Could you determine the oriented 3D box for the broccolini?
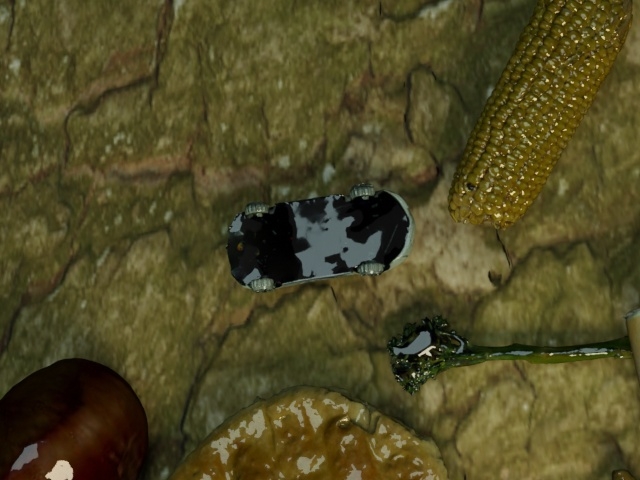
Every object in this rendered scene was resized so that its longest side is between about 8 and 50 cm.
[{"bbox_3d":[0.193,0.109,1.317,0.254,0.071,0.058,-3,36,10],"label":"broccolini"}]

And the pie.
[{"bbox_3d":[-0.011,0.309,1.309,0.339,0.083,0.340,-4,76,15],"label":"pie"}]

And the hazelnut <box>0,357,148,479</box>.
[{"bbox_3d":[-0.267,0.222,1.364,0.178,0.178,0.204,19,54,20],"label":"hazelnut"}]

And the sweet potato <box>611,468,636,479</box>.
[{"bbox_3d":[0.296,0.349,1.215,0.067,0.067,0.274,-7,82,16],"label":"sweet potato"}]

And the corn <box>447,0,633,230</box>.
[{"bbox_3d":[0.221,-0.139,1.317,0.106,0.106,0.293,26,89,20],"label":"corn"}]

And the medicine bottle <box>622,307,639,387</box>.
[{"bbox_3d":[0.366,0.264,1.184,0.108,0.108,0.426,-12,76,14],"label":"medicine bottle"}]

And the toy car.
[{"bbox_3d":[0.000,0.000,1.378,0.204,0.056,0.095,-9,76,12],"label":"toy car"}]
